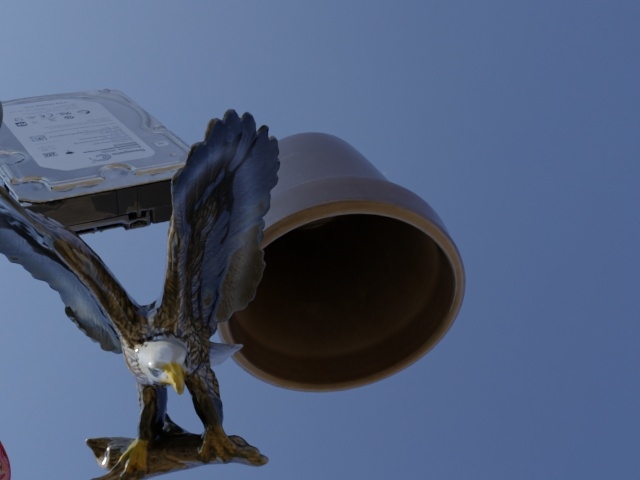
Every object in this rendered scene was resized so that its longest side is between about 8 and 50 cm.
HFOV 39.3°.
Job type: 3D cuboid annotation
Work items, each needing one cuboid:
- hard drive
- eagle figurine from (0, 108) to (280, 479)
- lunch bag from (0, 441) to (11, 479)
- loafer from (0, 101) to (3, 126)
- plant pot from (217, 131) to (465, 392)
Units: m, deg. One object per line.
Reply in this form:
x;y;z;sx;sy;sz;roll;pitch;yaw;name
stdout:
-0.305;-0.107;1.129;0.237;0.339;0.064;-13;-57;-29;hard drive
-0.134;0.050;0.700;0.225;0.226;0.298;1;-71;42;eagle figurine
-0.617;0.320;1.347;0.120;0.293;0.258;-25;-88;13;lunch bag
-0.381;-0.131;0.699;0.251;0.087;0.094;16;-65;-34;loafer
0.000;0.000;0.992;0.263;0.229;0.263;-8;-50;-9;plant pot
